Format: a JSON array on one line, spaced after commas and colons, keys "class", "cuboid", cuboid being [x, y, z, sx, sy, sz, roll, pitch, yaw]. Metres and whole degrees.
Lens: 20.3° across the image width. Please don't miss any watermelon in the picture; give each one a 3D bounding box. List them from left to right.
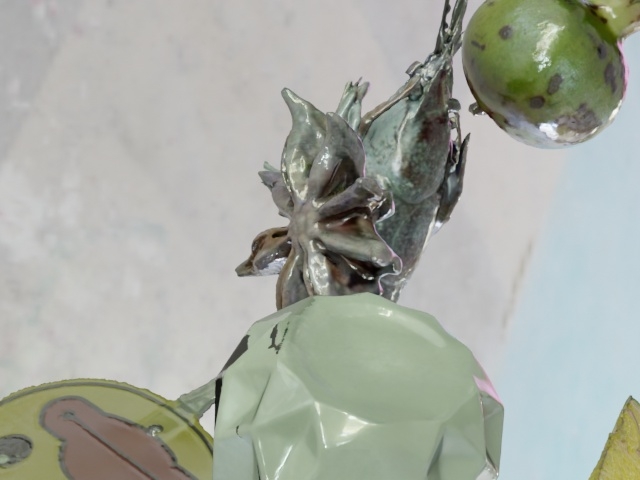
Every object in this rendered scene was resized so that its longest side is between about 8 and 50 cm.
[{"class": "watermelon", "cuboid": [0.187, 0.189, 1.198, 0.092, 0.075, 0.181, 56, 29, -12]}]

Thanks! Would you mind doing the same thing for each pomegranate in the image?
[{"class": "pomegranate", "cuboid": [0.194, -0.154, 1.435, 0.169, 0.148, 0.148, -39, 138, -11]}]

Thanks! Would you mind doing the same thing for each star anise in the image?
[{"class": "star anise", "cuboid": [0.000, 0.000, 1.249, 0.061, 0.204, 0.180, 5, 131, -36]}]

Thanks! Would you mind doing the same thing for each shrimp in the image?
[{"class": "shrimp", "cuboid": [0.041, -0.063, 1.636, 0.137, 0.172, 0.372, -173, -82, -80]}]

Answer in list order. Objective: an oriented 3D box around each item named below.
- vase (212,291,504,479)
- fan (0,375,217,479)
[{"class": "vase", "cuboid": [-0.006, 0.205, 1.053, 0.165, 0.165, 0.360, -44, 154, -51]}, {"class": "fan", "cuboid": [-0.150, 0.165, 1.387, 0.335, 0.229, 0.011, -32, 142, -36]}]
